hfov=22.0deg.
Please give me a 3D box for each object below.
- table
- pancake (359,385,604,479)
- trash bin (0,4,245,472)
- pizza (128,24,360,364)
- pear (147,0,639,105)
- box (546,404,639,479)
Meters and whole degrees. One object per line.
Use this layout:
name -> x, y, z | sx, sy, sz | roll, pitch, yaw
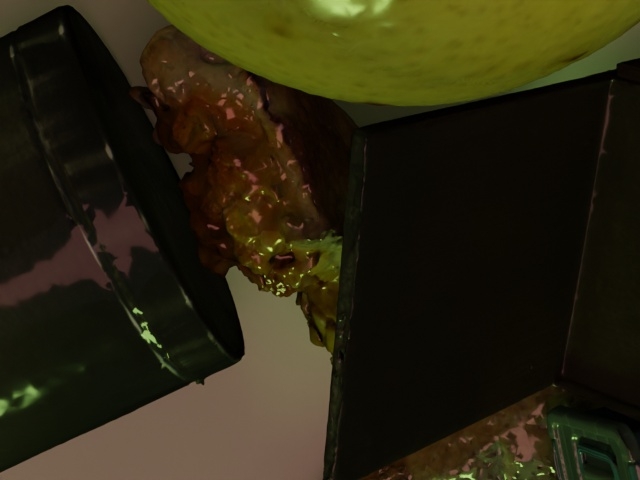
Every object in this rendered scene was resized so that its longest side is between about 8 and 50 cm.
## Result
table -> 0.185, 0.037, 0.773 | 0.282, 0.250, 0.196 | -17, 121, -47
pancake -> 0.175, 0.243, 1.036 | 0.387, 0.082, 0.387 | -1, 104, -2
trash bin -> -0.216, 0.037, 0.848 | 0.301, 0.203, 0.252 | -26, 144, 2
pizza -> 0.000, 0.000, 0.880 | 0.085, 0.161, 0.305 | -25, 128, 19
pear -> 0.040, -0.231, 0.725 | 0.348, 0.348, 0.348 | -2, 110, -7
box -> 0.176, 0.127, 0.930 | 0.054, 0.099, 0.074 | -17, 97, -18
